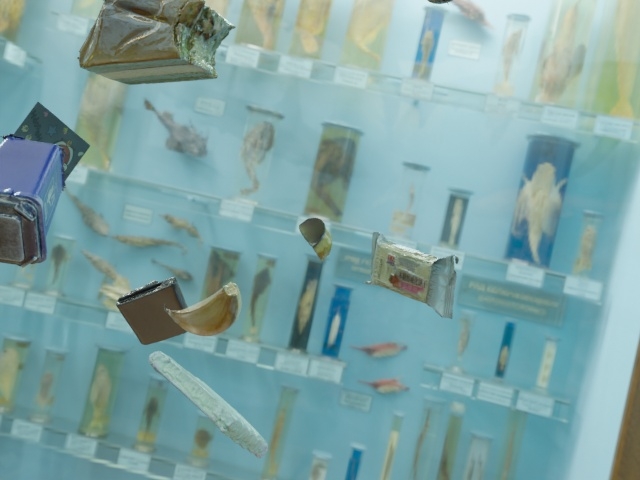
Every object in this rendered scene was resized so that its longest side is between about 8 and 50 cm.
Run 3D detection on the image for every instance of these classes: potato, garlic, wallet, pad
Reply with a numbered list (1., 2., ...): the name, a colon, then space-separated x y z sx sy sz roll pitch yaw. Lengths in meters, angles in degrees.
1. potato: 0.000 0.000 1.881 0.096 0.066 0.103 60 1 37
2. garlic: -0.298 0.201 1.890 0.206 0.115 0.128 -20 -18 6
3. wallet: -0.476 0.213 2.061 0.182 0.229 0.049 -21 47 -8
4. pad: -0.768 -0.260 1.987 0.006 0.170 0.245 28 -12 26

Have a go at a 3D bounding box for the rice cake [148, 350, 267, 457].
1. rice cake: -0.188 0.281 1.207 0.198 0.037 0.189 32 -16 34

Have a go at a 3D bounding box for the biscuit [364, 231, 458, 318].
1. biscuit: 0.265 0.091 2.043 0.079 0.186 0.309 -9 22 -42

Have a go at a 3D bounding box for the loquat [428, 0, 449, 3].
1. loquat: 0.411 -0.878 2.399 0.137 0.163 0.163 -8 -10 27

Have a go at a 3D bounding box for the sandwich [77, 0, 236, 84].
1. sandwich: -0.295 -0.356 1.294 0.198 0.227 0.155 38 10 19

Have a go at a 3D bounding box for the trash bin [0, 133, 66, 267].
1. trash bin: -0.573 -0.081 1.294 0.184 0.163 0.234 9 40 -7
